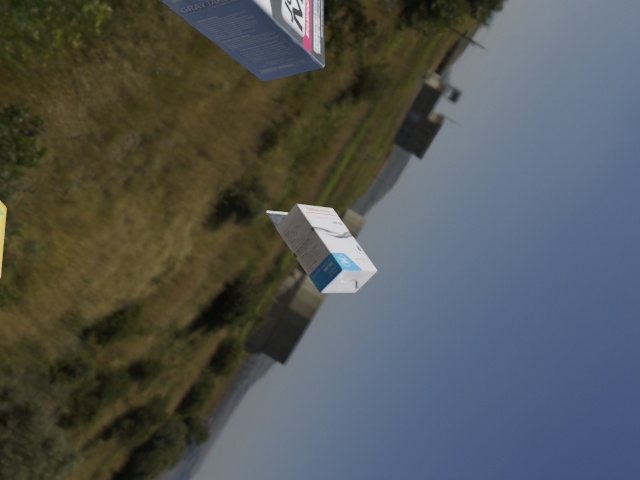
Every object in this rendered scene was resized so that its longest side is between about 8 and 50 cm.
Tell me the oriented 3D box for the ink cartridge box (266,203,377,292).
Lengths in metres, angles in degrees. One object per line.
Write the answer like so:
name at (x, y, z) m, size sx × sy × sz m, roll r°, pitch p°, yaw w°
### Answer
ink cartridge box at (0.000, 0.000, 1.318) m, size 0.060 × 0.180 × 0.104 m, roll -47°, pitch 153°, yaw 25°

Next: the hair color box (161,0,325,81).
hair color box at (-0.122, -0.377, 1.060) m, size 0.374 × 0.114 × 0.185 m, roll 27°, pitch 60°, yaw -60°

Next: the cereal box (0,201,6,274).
cereal box at (-0.529, -0.068, 1.104) m, size 0.047 × 0.240 × 0.173 m, roll -25°, pitch -139°, yaw 5°
